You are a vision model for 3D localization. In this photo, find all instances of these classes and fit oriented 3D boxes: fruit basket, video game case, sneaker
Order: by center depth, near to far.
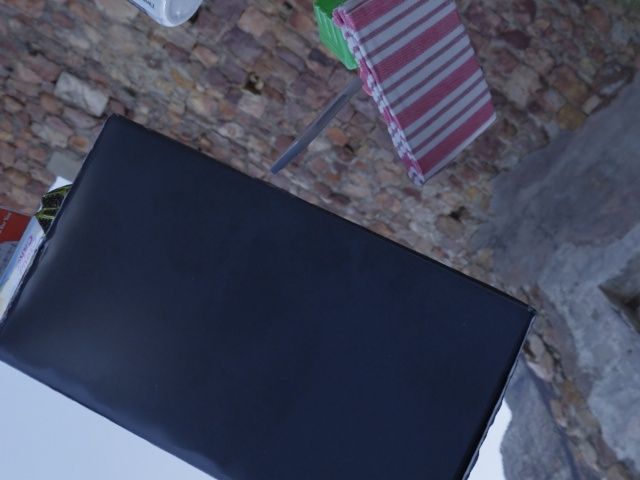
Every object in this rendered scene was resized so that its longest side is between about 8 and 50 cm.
[{"bbox_3d":[-0.010,-0.170,0.903,0.019,0.143,0.157,43,161,-10],"label":"video game case"},{"bbox_3d":[0.137,-0.491,1.562,0.353,0.165,0.327,44,-169,-41],"label":"fruit basket"},{"bbox_3d":[-0.705,-0.057,1.670,0.384,0.145,0.147,-87,-18,-60],"label":"sneaker"}]

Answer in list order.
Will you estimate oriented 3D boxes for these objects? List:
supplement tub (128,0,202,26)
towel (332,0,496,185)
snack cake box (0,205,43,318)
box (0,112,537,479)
[{"bbox_3d":[-0.449,-0.692,1.432,0.338,0.207,0.207,35,-158,1],"label":"supplement tub"},{"bbox_3d":[0.105,-0.175,0.614,0.029,0.144,0.197,5,129,56],"label":"towel"},{"bbox_3d":[-0.707,0.055,1.218,0.152,0.089,0.264,16,-116,-3],"label":"snack cake box"},{"bbox_3d":[-0.043,0.114,0.797,0.480,0.297,0.472,25,179,8],"label":"box"}]
